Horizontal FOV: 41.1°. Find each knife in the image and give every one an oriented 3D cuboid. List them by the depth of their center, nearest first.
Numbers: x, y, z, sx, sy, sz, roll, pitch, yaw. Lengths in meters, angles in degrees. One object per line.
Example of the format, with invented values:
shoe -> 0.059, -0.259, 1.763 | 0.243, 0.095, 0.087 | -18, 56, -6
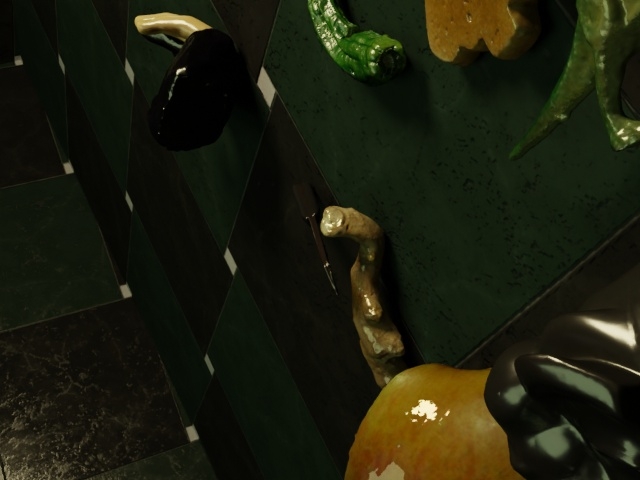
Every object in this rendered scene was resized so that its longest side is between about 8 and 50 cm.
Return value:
knife -> 0.000, 0.000, 1.090 | 0.230, 0.028, 0.060 | -109, -3, -56

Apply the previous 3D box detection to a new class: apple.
apple -> 0.165, 0.301, 0.906 | 0.254, 0.179, 0.346 | -5, 108, 27

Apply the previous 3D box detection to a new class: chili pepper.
chili pepper -> 0.034, -0.219, 0.899 | 0.182, 0.050, 0.073 | 56, 161, 34

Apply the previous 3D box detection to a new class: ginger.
ginger -> 0.068, 0.088, 1.047 | 0.089, 0.075, 0.288 | -137, 29, -68

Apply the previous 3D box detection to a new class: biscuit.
biscuit -> 0.115, -0.259, 0.699 | 0.239, 0.041, 0.212 | 65, 162, 10

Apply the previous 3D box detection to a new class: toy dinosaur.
toy dinosaur -> 0.190, -0.225, 0.506 | 0.447, 0.087, 0.301 | -35, 77, 59

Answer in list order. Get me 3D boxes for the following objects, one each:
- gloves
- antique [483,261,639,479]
gloves -> -0.206, -0.244, 1.281 | 0.301, 0.152, 0.197 | 58, 134, 40
antique -> 0.252, 0.107, 0.479 | 0.255, 0.185, 0.322 | 52, 124, 18
